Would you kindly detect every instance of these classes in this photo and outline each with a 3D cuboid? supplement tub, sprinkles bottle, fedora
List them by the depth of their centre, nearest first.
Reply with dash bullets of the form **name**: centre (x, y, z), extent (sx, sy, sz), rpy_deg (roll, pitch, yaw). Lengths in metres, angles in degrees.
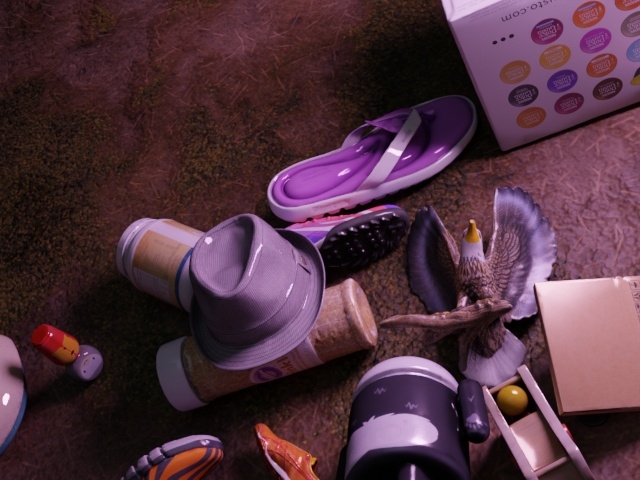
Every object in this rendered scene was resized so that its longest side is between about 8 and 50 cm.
- **fedora**: centre (-0.123, 0.058, 1.498), extent (0.244, 0.124, 0.275), rpy_deg (-19, 42, 16)
- **sprinkles bottle**: centre (-0.089, 0.173, 1.553), extent (0.356, 0.121, 0.121), rpy_deg (-20, 52, 12)
- **supplement tub**: centre (-0.258, 0.043, 1.706), extent (0.200, 0.144, 0.144), rpy_deg (20, 69, 34)

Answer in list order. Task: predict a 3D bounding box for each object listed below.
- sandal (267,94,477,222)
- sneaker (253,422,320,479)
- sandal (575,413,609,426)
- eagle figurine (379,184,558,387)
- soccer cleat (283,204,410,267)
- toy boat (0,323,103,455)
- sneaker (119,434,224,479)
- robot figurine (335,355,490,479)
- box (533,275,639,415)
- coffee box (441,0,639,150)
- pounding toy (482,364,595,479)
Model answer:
- **sandal**: centre (0.096, -0.158, 1.672), extent (0.416, 0.102, 0.169), rpy_deg (-29, 49, -7)
- **sneaker**: centre (-0.045, 0.347, 1.465), extent (0.067, 0.064, 0.175), rpy_deg (-30, 53, -22)
- **sandal**: centre (0.408, 0.181, 1.362), extent (0.067, 0.040, 0.179), rpy_deg (6, 61, 29)
- **eagle figurine**: centre (0.241, 0.054, 1.464), extent (0.226, 0.225, 0.298), rpy_deg (28, 28, -2)
- **soccer cleat**: centre (0.000, 0.000, 1.641), extent (0.318, 0.108, 0.116), rpy_deg (-26, 45, 12)
- **toy boat**: centre (-0.556, 0.268, 1.715), extent (0.318, 0.148, 0.267), rpy_deg (-31, 45, 13)
- **sneaker**: centre (-0.258, 0.450, 1.462), extent (0.321, 0.125, 0.180), rpy_deg (-39, 54, 11)
- **robot figurine**: centre (0.124, 0.289, 1.313), extent (0.209, 0.173, 0.278), rpy_deg (1, 34, 4)
- **box**: centre (0.400, 0.146, 1.340), extent (0.165, 0.021, 0.201), rpy_deg (-3, 61, -5)
- **coffee box**: centre (0.387, -0.421, 1.590), extent (0.338, 0.334, 0.338), rpy_deg (-20, 50, 14)
- **pounding toy**: centre (0.275, 0.312, 1.264), extent (0.155, 0.154, 0.269), rpy_deg (-29, 50, 5)
